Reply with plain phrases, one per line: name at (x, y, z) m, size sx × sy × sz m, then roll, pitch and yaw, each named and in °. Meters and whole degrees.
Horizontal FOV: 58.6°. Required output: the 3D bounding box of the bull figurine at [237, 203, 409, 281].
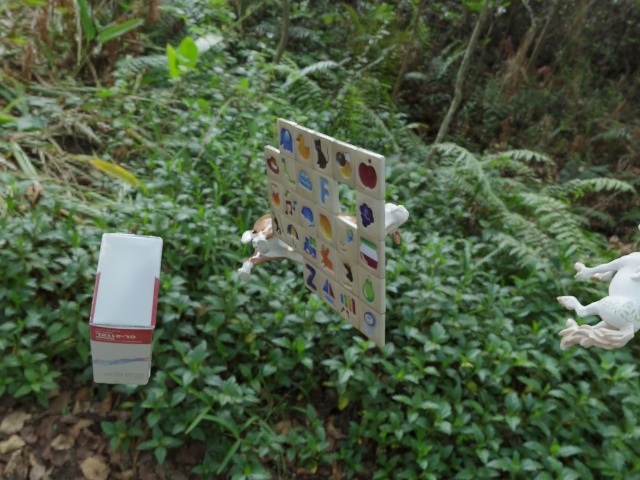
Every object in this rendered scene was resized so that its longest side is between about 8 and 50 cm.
bull figurine at (0.000, 0.000, 1.012) m, size 0.311 × 0.101 × 0.188 m, roll -5°, pitch 20°, yaw 23°

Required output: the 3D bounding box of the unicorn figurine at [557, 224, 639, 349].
unicorn figurine at (0.299, 0.039, 0.561) m, size 0.060 × 0.161 × 0.111 m, roll 26°, pitch -19°, yaw -23°

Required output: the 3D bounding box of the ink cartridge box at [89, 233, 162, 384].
ink cartridge box at (-0.247, 0.093, 0.728) m, size 0.073 × 0.175 × 0.127 m, roll 5°, pitch 54°, yaw -17°

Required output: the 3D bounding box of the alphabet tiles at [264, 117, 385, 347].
alphabet tiles at (-0.002, -0.022, 0.622) m, size 0.009 × 0.198 × 0.237 m, roll -17°, pitch 28°, yaw -26°
